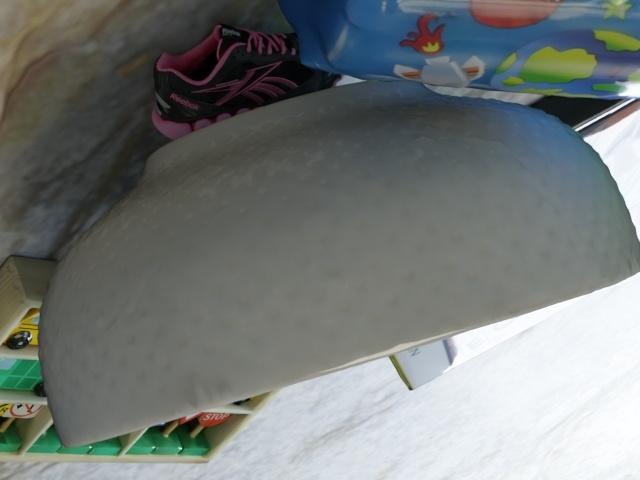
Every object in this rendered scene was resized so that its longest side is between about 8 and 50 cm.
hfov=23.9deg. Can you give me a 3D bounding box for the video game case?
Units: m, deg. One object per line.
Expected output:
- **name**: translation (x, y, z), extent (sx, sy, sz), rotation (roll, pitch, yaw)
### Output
- **video game case**: translation (0.154, -0.010, 1.109), extent (0.274, 0.035, 0.248), rotation (-28, 149, 0)

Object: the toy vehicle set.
- **toy vehicle set**: translation (-0.136, 0.089, 1.027), extent (0.266, 0.035, 0.166), rotation (9, 133, -45)

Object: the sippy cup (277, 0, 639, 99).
- **sippy cup**: translation (0.096, -0.163, 0.682), extent (0.224, 0.240, 0.306), rotation (-5, 134, -14)

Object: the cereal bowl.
- **cereal bowl**: translation (0.000, 0.000, 0.833), extent (0.338, 0.141, 0.339), rotation (-16, 178, -1)

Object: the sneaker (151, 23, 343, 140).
- **sneaker**: translation (-0.039, -0.097, 0.831), extent (0.119, 0.047, 0.057), rotation (-22, 137, -13)
